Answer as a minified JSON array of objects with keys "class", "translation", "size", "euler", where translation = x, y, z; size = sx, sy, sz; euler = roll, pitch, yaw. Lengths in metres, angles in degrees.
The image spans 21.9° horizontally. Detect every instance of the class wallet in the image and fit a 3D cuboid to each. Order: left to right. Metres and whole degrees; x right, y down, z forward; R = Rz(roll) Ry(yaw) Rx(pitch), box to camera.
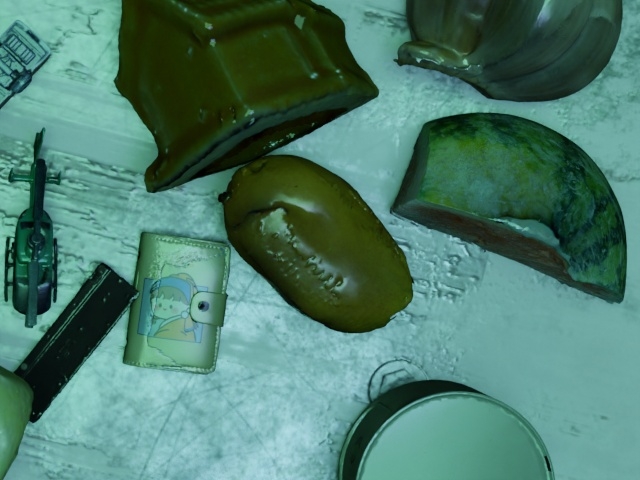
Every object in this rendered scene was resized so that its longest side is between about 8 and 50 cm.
[{"class":"wallet","translation":[-0.163,0.073,1.900],"size":[0.110,0.039,0.155],"euler":[8,90,-6]}]

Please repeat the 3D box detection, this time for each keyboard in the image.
[{"class":"keyboard","translation":[-0.287,0.117,1.885],"size":[0.060,0.018,0.195],"euler":[39,90,10]}]

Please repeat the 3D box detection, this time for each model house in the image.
[{"class":"model house","translation":[-0.099,-0.212,1.863],"size":[0.268,0.173,0.239],"euler":[-20,79,-37]}]

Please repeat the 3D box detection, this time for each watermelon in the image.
[{"class":"watermelon","translation":[0.247,-0.031,1.912],"size":[0.305,0.224,0.180],"euler":[25,132,-9]}]

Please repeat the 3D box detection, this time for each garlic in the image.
[{"class":"garlic","translation":[0.226,-0.282,1.917],"size":[0.237,0.210,0.292],"euler":[36,90,28]}]

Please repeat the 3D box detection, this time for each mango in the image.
[{"class":"mango","translation":[0.000,0.000,1.870],"size":[0.249,0.156,0.151],"euler":[41,49,-7]}]

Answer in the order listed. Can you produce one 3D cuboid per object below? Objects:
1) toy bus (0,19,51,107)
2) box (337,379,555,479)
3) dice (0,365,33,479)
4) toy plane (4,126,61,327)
[{"class":"toy bus","translation":[-0.382,-0.159,1.851],"size":[0.064,0.075,0.190],"euler":[44,86,-4]},{"class":"box","translation":[0.139,0.276,1.887],"size":[0.226,0.149,0.226],"euler":[0,91,-8]},{"class":"dice","translation":[-0.468,0.205,1.736],"size":[0.254,0.252,0.249],"euler":[31,81,-18]},{"class":"toy plane","translation":[-0.323,-0.008,1.854],"size":[0.060,0.096,0.235],"euler":[2,72,-10]}]
